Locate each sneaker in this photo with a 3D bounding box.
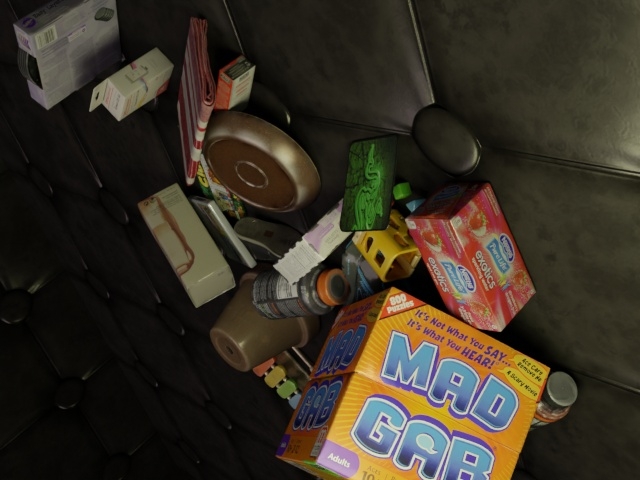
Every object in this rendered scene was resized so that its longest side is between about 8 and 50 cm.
[{"bbox_3d":[0.130,0.140,1.988,0.139,0.125,0.341,25,144,30],"label":"sneaker"},{"bbox_3d":[-0.106,0.017,2.225,0.222,0.083,0.118,24,159,29],"label":"sneaker"}]

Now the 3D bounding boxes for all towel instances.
[{"bbox_3d":[-0.280,-0.303,1.975,0.329,0.037,0.237,118,147,-59],"label":"towel"}]

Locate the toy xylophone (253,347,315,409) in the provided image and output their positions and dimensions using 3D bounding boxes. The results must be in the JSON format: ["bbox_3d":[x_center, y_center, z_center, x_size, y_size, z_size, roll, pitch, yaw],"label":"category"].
[{"bbox_3d":[-0.119,0.379,2.639,0.322,0.081,0.236,42,149,11],"label":"toy xylophone"}]

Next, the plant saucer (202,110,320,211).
[{"bbox_3d":[-0.148,-0.163,2.001,0.310,0.050,0.311,24,150,14],"label":"plant saucer"}]

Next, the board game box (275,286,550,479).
[{"bbox_3d":[0.172,0.350,1.778,0.356,0.356,0.356,28,163,-8],"label":"board game box"}]

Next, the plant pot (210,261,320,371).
[{"bbox_3d":[-0.168,0.225,2.378,0.263,0.229,0.263,33,145,26],"label":"plant pot"}]

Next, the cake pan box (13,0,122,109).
[{"bbox_3d":[-0.596,-0.469,2.102,0.070,0.267,0.246,35,150,18],"label":"cake pan box"}]

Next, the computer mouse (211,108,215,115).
[{"bbox_3d":[-0.230,-0.239,2.121,0.071,0.041,0.242,0,118,41],"label":"computer mouse"}]

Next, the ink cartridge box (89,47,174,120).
[{"bbox_3d":[-0.450,-0.362,2.100,0.067,0.198,0.115,47,151,4],"label":"ink cartridge box"}]

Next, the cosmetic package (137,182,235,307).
[{"bbox_3d":[-0.363,0.013,2.389,0.296,0.129,0.153,55,167,24],"label":"cosmetic package"}]

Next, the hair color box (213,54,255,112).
[{"bbox_3d":[-0.187,-0.329,1.917,0.043,0.072,0.141,41,149,12],"label":"hair color box"}]

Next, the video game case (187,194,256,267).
[{"bbox_3d":[-0.265,-0.027,2.366,0.212,0.023,0.193,57,164,-20],"label":"video game case"}]

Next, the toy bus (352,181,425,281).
[{"bbox_3d":[0.116,-0.012,1.776,0.202,0.104,0.191,-5,95,55],"label":"toy bus"}]

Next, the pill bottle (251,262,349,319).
[{"bbox_3d":[-0.045,0.124,2.173,0.245,0.130,0.130,-9,118,43],"label":"pill bottle"}]

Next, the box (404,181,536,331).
[{"bbox_3d":[0.283,0.029,1.650,0.122,0.128,0.257,3,127,52],"label":"box"}]

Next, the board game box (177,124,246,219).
[{"bbox_3d":[-0.275,-0.177,2.254,0.136,0.030,0.260,25,143,42],"label":"board game box"}]

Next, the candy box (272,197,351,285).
[{"bbox_3d":[0.000,0.000,1.955,0.070,0.165,0.196,47,150,0],"label":"candy box"}]

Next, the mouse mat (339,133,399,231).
[{"bbox_3d":[0.094,-0.111,1.731,0.152,0.007,0.190,-2,80,53],"label":"mouse mat"}]

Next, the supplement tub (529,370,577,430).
[{"bbox_3d":[0.443,0.327,1.808,0.106,0.106,0.198,46,150,4],"label":"supplement tub"}]
